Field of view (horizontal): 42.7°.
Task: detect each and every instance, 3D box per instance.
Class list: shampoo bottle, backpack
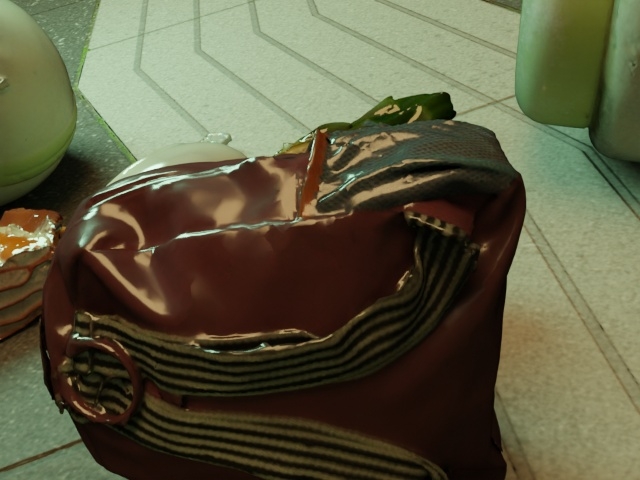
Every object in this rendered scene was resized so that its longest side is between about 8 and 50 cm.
[{"bbox_3d":[0.369,-0.240,0.841,0.317,0.322,0.322,6,39,16],"label":"shampoo bottle"},{"bbox_3d":[-0.030,0.062,0.554,0.317,0.283,0.197,-3,24,-1],"label":"backpack"}]

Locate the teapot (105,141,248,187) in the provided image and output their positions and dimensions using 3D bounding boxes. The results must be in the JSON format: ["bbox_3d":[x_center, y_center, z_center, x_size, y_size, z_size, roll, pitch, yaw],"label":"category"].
[{"bbox_3d":[-0.133,-0.010,0.823,0.298,0.204,0.139,-35,78,-33],"label":"teapot"}]

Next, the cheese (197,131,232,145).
[{"bbox_3d":[-0.193,-0.070,1.026,0.127,0.050,0.255,7,38,28],"label":"cheese"}]

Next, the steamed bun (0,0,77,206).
[{"bbox_3d":[-0.461,-0.174,1.093,0.309,0.309,0.309,-9,35,6],"label":"steamed bun"}]

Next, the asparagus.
[{"bbox_3d":[0.032,-0.114,0.992,0.287,0.080,0.080,-29,38,-19],"label":"asparagus"}]

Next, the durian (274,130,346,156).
[{"bbox_3d":[0.000,0.008,0.759,0.249,0.138,0.183,-22,77,-15],"label":"durian"}]

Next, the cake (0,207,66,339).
[{"bbox_3d":[-0.372,0.060,0.860,0.135,0.098,0.287,17,45,36],"label":"cake"}]
